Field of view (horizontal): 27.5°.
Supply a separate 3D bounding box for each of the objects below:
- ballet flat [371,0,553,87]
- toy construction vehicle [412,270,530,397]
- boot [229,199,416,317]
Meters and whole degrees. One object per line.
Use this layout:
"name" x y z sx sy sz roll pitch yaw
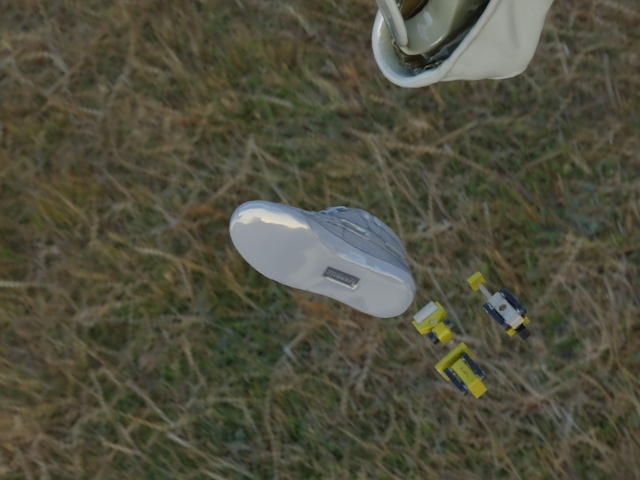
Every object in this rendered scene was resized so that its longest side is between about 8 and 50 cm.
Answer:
"ballet flat" 0.097 -0.209 0.819 0.139 0.400 0.139 1 66 -2
"toy construction vehicle" 0.127 0.077 1.067 0.086 0.035 0.098 -43 43 0
"boot" 0.000 0.000 1.625 0.095 0.258 0.123 -50 25 26
